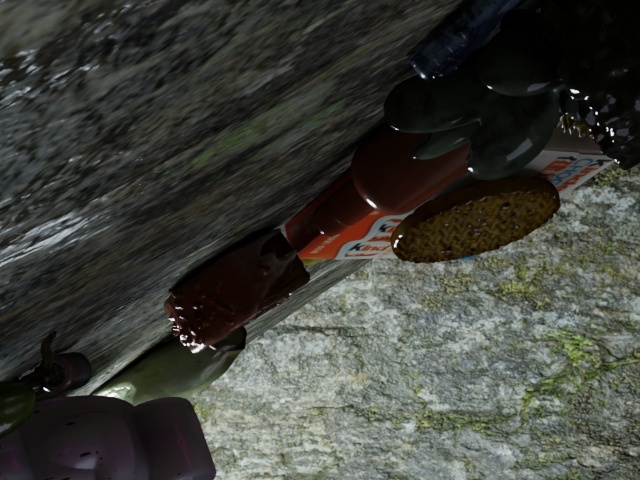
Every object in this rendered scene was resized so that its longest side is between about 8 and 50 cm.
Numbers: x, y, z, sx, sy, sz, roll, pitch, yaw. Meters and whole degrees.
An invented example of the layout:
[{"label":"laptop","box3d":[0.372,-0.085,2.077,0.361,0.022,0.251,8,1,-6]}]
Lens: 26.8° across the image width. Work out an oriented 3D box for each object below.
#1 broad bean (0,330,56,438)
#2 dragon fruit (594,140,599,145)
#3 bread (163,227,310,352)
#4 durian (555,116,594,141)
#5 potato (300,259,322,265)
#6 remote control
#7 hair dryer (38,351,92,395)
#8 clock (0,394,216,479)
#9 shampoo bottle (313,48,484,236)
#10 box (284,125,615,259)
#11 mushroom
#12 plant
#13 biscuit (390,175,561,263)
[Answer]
[{"label":"broad bean","box3d":[-0.342,0.186,1.095,0.325,0.067,0.075,-31,-176,-10]},{"label":"dragon fruit","box3d":[0.377,-0.195,1.339,0.273,0.198,0.218,-60,-152,22]},{"label":"bread","box3d":[-0.089,0.053,1.425,0.160,0.073,0.160,-31,178,-1]},{"label":"durian","box3d":[0.255,-0.153,1.140,0.137,0.168,0.158,6,-161,39]},{"label":"potato","box3d":[0.000,0.000,1.659,0.092,0.045,0.046,-40,-151,35]},{"label":"remote control","box3d":[0.113,-0.156,0.927,0.043,0.027,0.152,-25,169,-36]},{"label":"hair dryer","box3d":[-0.284,0.146,1.317,0.114,0.037,0.063,-27,175,8]},{"label":"clock","box3d":[-0.300,0.254,1.360,0.295,0.113,0.322,-33,158,28]},{"label":"shampoo bottle","box3d":[0.086,-0.077,1.223,0.244,0.085,0.085,-36,175,35]},{"label":"box","box3d":[0.140,-0.052,1.449,0.265,0.048,0.273,0,154,-35]},{"label":"mushroom","box3d":[-0.240,0.205,1.918,0.333,0.087,0.107,-33,177,19]},{"label":"plant","box3d":[0.178,-0.126,1.007,0.274,0.149,0.146,-16,145,40]},{"label":"biscuit","box3d":[0.164,-0.022,1.435,0.188,0.027,0.188,-15,161,-5]}]
